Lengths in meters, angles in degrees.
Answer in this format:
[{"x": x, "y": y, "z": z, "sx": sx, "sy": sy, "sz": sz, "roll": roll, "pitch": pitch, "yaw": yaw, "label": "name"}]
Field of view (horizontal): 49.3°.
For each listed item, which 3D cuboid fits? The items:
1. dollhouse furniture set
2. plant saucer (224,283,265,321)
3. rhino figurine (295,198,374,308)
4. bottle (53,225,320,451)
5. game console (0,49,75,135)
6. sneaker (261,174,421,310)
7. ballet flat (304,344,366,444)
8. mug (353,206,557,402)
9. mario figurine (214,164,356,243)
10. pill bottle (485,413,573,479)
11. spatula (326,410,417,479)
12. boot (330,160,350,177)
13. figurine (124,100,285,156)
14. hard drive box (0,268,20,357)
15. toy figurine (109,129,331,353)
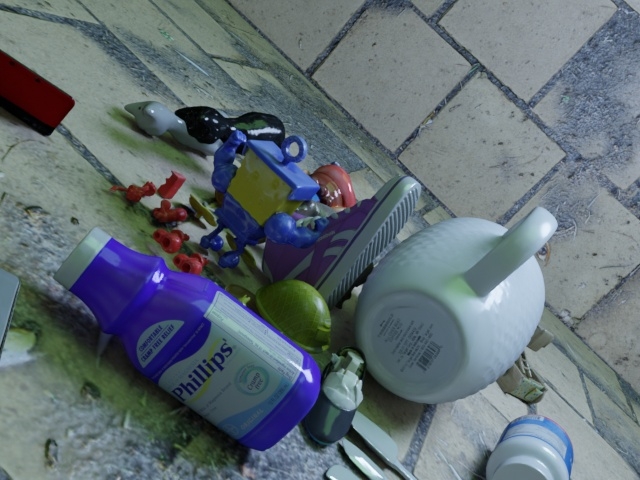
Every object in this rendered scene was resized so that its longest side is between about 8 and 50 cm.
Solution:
[{"x": 0.506, "y": 0.292, "z": 1.592, "sx": 0.182, "sy": 0.161, "sz": 0.101, "roll": 29, "pitch": 22, "yaw": -36, "label": "dollhouse furniture set"}, {"x": -0.103, "y": 0.095, "z": 0.963, "sx": 0.083, "sy": 0.015, "sz": 0.083, "roll": 39, "pitch": 17, "yaw": -15, "label": "plant saucer"}, {"x": 0.000, "y": 0.000, "z": 1.171, "sx": 0.243, "sy": 0.106, "sz": 0.073, "roll": 50, "pitch": -15, "yaw": -21, "label": "rhino figurine"}, {"x": -0.135, "y": 0.097, "z": 0.714, "sx": 0.283, "sy": 0.118, "sz": 0.092, "roll": 40, "pitch": 18, "yaw": -13, "label": "bottle"}, {"x": -0.401, "y": -0.216, "z": 0.928, "sx": 0.144, "sy": 0.085, "sz": 0.124, "roll": 35, "pitch": 19, "yaw": -26, "label": "game console"}, {"x": 0.012, "y": -0.020, "z": 1.041, "sx": 0.161, "sy": 0.282, "sz": 0.102, "roll": 48, "pitch": 20, "yaw": 18, "label": "sneaker"}, {"x": 0.026, "y": 0.192, "z": 0.925, "sx": 0.074, "sy": 0.074, "sz": 0.203, "roll": 43, "pitch": 17, "yaw": 0, "label": "ballet flat"}, {"x": 0.229, "y": 0.087, "z": 1.118, "sx": 0.276, "sy": 0.374, "sz": 0.328, "roll": 48, "pitch": 27, "yaw": 11, "label": "mug"}, {"x": -0.056, "y": -0.048, "z": 1.301, "sx": 0.321, "sy": 0.170, "sz": 0.198, "roll": -6, "pitch": 87, "yaw": -55, "label": "mario figurine"}, {"x": 0.331, "y": 0.362, "z": 1.104, "sx": 0.124, "sy": 0.124, "sz": 0.221, "roll": 48, "pitch": 19, "yaw": 15, "label": "pill bottle"}, {"x": 0.114, "y": 0.331, "z": 0.877, "sx": 0.242, "sy": 0.019, "sz": 0.168, "roll": 43, "pitch": 16, "yaw": 0, "label": "spatula"}, {"x": 0.038, "y": -0.113, "z": 1.646, "sx": 0.069, "sy": 0.086, "sz": 0.190, "roll": 29, "pitch": 22, "yaw": -38, "label": "boot"}, {"x": -0.206, "y": -0.200, "z": 1.218, "sx": 0.215, "sy": 0.092, "sz": 0.209, "roll": 13, "pitch": 3, "yaw": 35, "label": "figurine"}, {"x": -0.307, "y": 0.051, "z": 0.343, "sx": 0.232, "sy": 0.181, "sz": 0.089, "roll": 32, "pitch": 20, "yaw": -29, "label": "hard drive box"}, {"x": -0.081, "y": -0.041, "z": 0.949, "sx": 0.362, "sy": 0.217, "sz": 0.191, "roll": 44, "pitch": 15, "yaw": 22, "label": "toy figurine"}]
